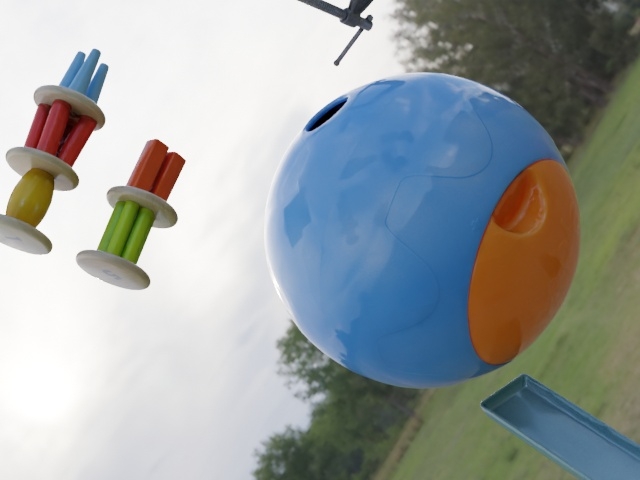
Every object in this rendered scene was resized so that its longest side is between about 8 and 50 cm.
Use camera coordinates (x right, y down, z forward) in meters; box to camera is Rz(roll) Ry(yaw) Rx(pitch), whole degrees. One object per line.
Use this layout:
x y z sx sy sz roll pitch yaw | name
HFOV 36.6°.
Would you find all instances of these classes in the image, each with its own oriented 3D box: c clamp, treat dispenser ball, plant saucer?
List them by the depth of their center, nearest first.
0.234 0.184 0.861 0.067 0.192 0.018 -26 -49 -33 | plant saucer
0.092 -0.009 0.892 0.288 0.288 0.288 -55 -11 -16 | treat dispenser ball
0.004 -0.250 0.952 0.161 0.022 0.137 20 -58 -40 | c clamp

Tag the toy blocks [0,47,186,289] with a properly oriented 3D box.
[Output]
-0.150 -0.054 0.668 0.054 0.123 0.148 130 160 -67 | toy blocks
